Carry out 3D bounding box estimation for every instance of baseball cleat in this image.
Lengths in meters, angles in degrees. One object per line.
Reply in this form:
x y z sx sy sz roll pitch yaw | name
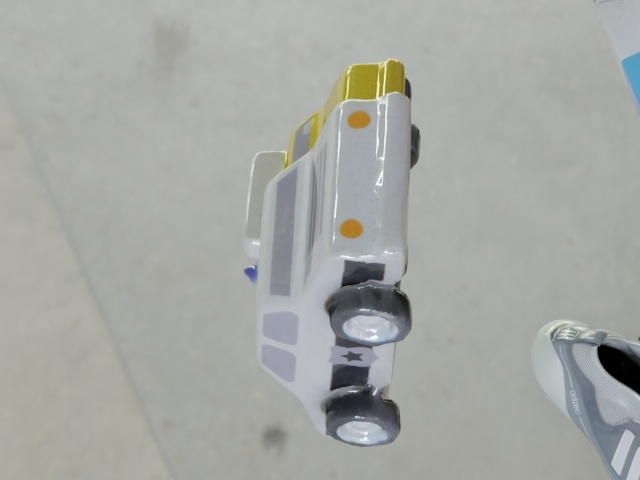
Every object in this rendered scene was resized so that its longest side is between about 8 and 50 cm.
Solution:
0.225 0.129 1.324 0.206 0.109 0.072 40 70 -28 | baseball cleat

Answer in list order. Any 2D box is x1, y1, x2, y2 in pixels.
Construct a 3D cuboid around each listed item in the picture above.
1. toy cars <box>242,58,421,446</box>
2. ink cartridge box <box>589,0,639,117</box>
0.000 0.000 0.982 0.087 0.176 0.393 3 9 1 | toy cars
0.220 -0.157 1.227 0.104 0.060 0.180 -23 57 8 | ink cartridge box
